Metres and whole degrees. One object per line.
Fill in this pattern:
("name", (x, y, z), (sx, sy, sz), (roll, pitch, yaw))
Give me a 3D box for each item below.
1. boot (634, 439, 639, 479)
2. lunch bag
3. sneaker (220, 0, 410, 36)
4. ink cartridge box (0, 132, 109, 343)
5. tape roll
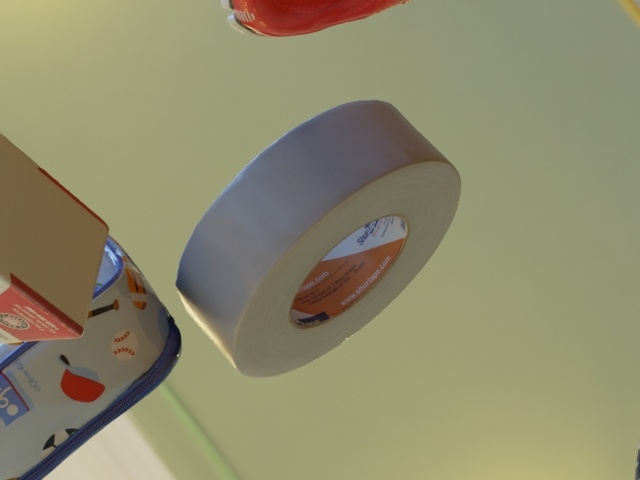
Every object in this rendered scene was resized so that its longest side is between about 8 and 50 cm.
("boot", (0.156, 0.007, 0.638), (0.085, 0.236, 0.178), (16, 163, 5))
("lunch bag", (-0.252, 0.076, 1.484), (0.115, 0.243, 0.303), (54, 170, -29))
("sneaker", (0.070, -0.191, 1.193), (0.118, 0.279, 0.107), (31, 138, 55))
("ink cartridge box", (-0.190, 0.001, 0.894), (0.109, 0.150, 0.063), (43, -131, -49))
("tape roll", (0.000, 0.000, 1.471), (0.072, 0.219, 0.219), (48, -162, 23))
